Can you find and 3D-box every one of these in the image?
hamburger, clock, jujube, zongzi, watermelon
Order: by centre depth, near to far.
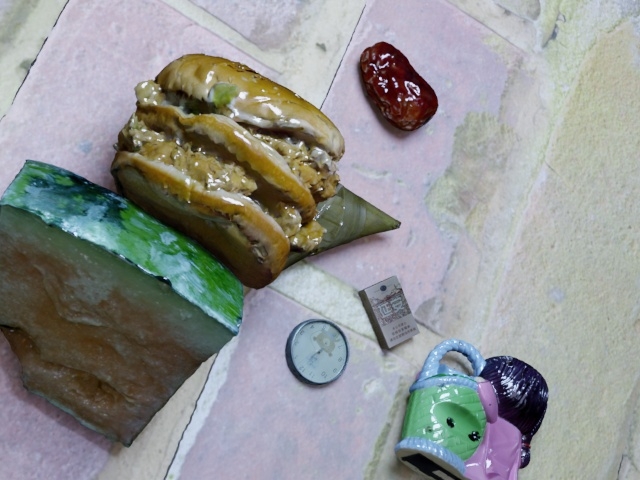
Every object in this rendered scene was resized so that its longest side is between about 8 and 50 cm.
[{"bbox_3d":[-0.227,0.046,1.006,0.264,0.302,0.151,31,45,-10],"label":"watermelon"},{"bbox_3d":[-0.114,-0.088,1.076,0.245,0.260,0.211,39,75,-36],"label":"hamburger"},{"bbox_3d":[0.000,0.000,1.210,0.176,0.078,0.160,33,74,-19],"label":"zongzi"},{"bbox_3d":[-0.003,0.139,1.211,0.085,0.017,0.085,5,78,-24],"label":"clock"},{"bbox_3d":[0.201,0.227,1.246,0.194,0.100,0.196,37,59,-15],"label":"clock"},{"bbox_3d":[0.102,-0.208,1.296,0.077,0.077,0.129,-34,89,-26],"label":"jujube"}]

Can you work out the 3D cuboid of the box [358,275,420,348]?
[{"bbox_3d":[0.089,0.094,1.259,0.053,0.024,0.083,-24,92,-27],"label":"box"}]
